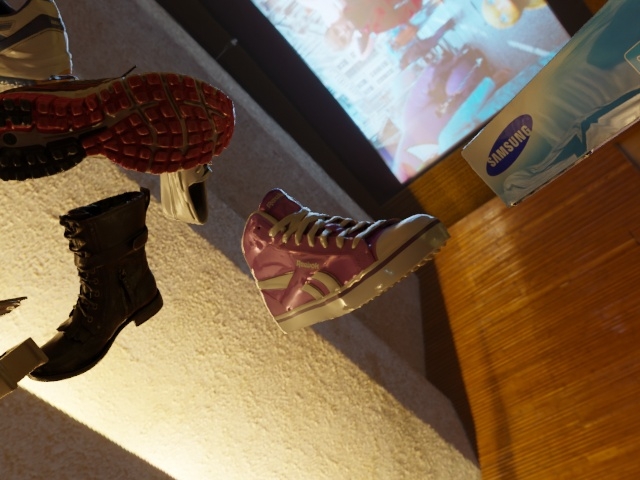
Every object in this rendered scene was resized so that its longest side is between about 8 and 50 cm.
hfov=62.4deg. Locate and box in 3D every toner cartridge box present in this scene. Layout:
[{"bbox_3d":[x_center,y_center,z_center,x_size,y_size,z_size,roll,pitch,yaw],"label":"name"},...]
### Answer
[{"bbox_3d":[0.248,-0.156,0.367,0.165,0.348,0.075,-37,-97,-22],"label":"toner cartridge box"}]

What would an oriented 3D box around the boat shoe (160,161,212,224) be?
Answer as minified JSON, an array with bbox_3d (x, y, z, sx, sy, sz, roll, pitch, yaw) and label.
[{"bbox_3d":[-0.231,-0.135,0.929,0.084,0.258,0.095,17,-132,8],"label":"boat shoe"}]

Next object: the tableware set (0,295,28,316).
[{"bbox_3d":[-0.342,0.078,0.435,0.141,0.168,0.020,-12,-100,-59],"label":"tableware set"}]

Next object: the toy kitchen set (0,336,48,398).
[{"bbox_3d":[-0.484,0.134,0.648,0.207,0.122,0.166,57,-155,-14],"label":"toy kitchen set"}]

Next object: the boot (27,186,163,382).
[{"bbox_3d":[-0.348,0.056,0.791,0.091,0.229,0.263,18,-141,25],"label":"boot"}]

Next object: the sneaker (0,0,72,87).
[{"bbox_3d":[-0.496,-0.296,0.727,0.296,0.131,0.112,5,-152,-6],"label":"sneaker"}]

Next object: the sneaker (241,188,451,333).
[{"bbox_3d":[-0.001,0.000,0.584,0.102,0.282,0.161,-29,-91,-45],"label":"sneaker"}]

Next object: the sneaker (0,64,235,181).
[{"bbox_3d":[-0.251,-0.150,0.624,0.299,0.121,0.112,-4,-148,-15],"label":"sneaker"}]
